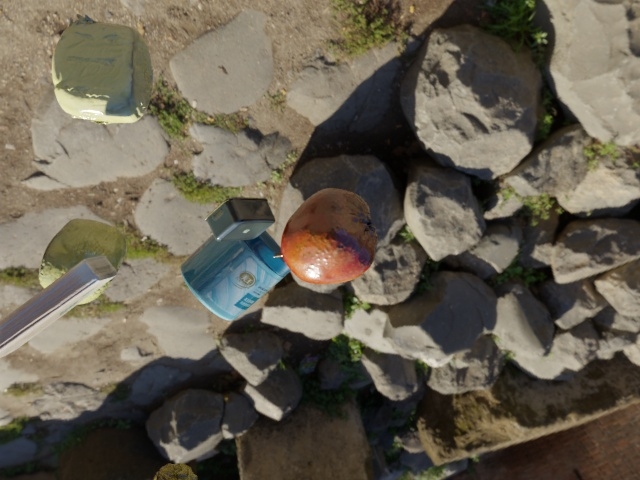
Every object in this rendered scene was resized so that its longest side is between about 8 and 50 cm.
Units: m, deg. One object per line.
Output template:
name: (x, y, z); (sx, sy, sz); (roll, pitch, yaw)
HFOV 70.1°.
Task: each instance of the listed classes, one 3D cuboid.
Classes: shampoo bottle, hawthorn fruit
shampoo bottle: (-0.345, 0.103, 1.882); (0.343, 0.331, 0.331); (-41, 140, 2)
hawthorn fruit: (0.000, 0.000, 1.333); (0.330, 0.287, 0.287); (-21, 145, 24)

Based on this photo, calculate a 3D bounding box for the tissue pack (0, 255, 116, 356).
tissue pack: (-0.665, 0.162, 1.111); (0.325, 0.170, 0.071); (-37, 98, -5)

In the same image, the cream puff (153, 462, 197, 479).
cream puff: (-0.488, 0.814, 1.510); (0.146, 0.146, 0.116); (-33, 162, 10)

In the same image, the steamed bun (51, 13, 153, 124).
steamed bun: (-0.573, -0.441, 1.218); (0.232, 0.272, 0.166); (-2, 171, -2)

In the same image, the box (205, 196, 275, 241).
box: (-0.254, -0.066, 1.482); (0.144, 0.090, 0.201); (-35, 163, 29)

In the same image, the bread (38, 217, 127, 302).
bread: (-0.861, 0.077, 1.675); (0.237, 0.320, 0.320); (29, 121, -15)
